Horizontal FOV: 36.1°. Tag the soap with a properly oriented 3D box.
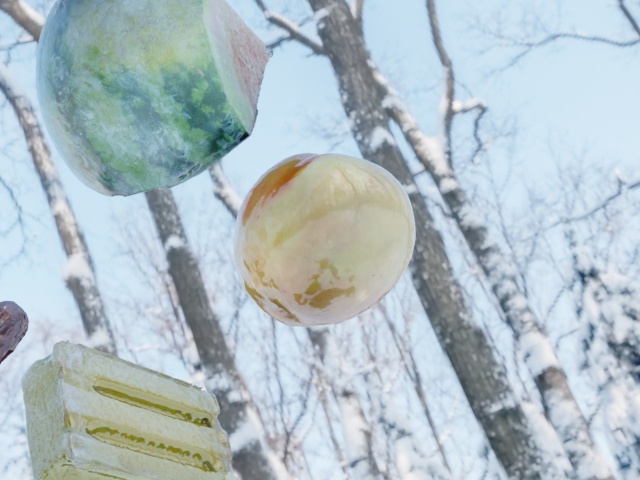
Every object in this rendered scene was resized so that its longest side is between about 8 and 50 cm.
[{"bbox_3d":[-0.259,0.272,1.364,0.091,0.199,0.315,-40,-40,21],"label":"soap"}]

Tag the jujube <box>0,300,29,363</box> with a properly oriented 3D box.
[{"bbox_3d":[-0.400,0.121,1.152,0.129,0.077,0.077,-44,-15,-34],"label":"jujube"}]

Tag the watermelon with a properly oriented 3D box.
[{"bbox_3d":[-0.212,-0.161,1.072,0.305,0.224,0.180,-8,5,35],"label":"watermelon"}]

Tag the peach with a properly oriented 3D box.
[{"bbox_3d":[0.000,0.000,0.964,0.184,0.184,0.184,-16,-29,-10],"label":"peach"}]
